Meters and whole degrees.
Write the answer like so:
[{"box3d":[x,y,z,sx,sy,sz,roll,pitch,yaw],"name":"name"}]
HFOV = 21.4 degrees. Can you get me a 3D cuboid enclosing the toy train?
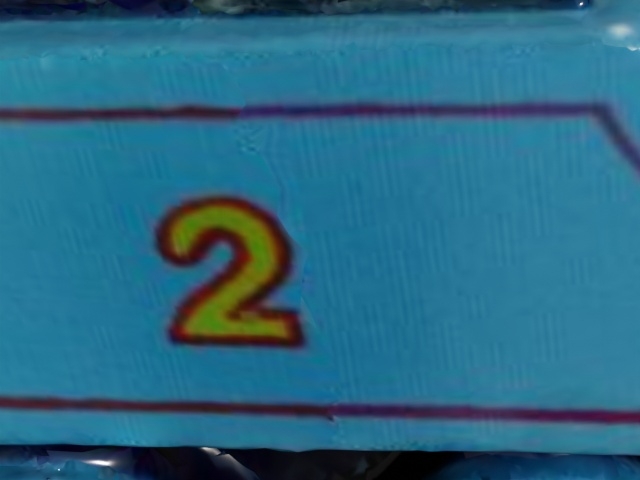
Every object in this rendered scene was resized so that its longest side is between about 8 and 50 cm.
[{"box3d":[0.000,0.000,0.482,0.188,0.300,0.265,-77,162,-50],"name":"toy train"}]
